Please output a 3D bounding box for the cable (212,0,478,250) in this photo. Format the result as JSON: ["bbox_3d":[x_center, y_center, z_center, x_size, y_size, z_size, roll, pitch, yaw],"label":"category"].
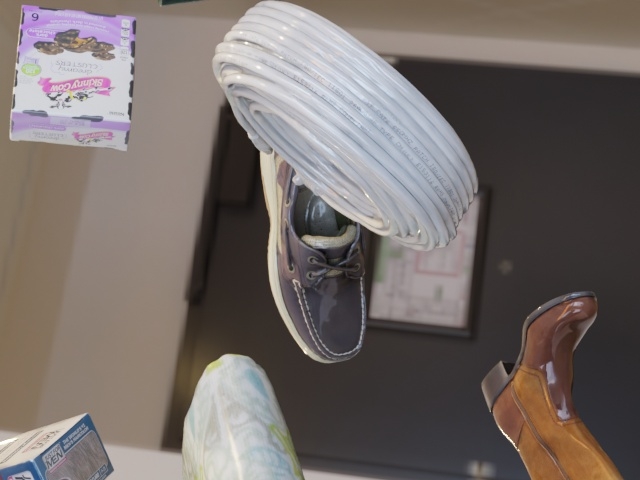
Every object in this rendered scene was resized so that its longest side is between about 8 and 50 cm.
[{"bbox_3d":[0.023,-0.093,1.193,0.089,0.257,0.257,-50,-29,-7],"label":"cable"}]

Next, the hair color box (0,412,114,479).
[{"bbox_3d":[-0.497,0.373,2.082,0.105,0.347,0.174,66,-157,-9],"label":"hair color box"}]

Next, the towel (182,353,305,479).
[{"bbox_3d":[-0.046,0.328,1.123,0.321,0.090,0.375,-115,21,-43],"label":"towel"}]

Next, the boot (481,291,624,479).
[{"bbox_3d":[0.350,0.244,1.971,0.264,0.096,0.280,-51,46,31],"label":"boot"}]

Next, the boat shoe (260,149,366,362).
[{"bbox_3d":[0.000,0.000,1.556,0.092,0.102,0.285,-172,73,-67],"label":"boat shoe"}]

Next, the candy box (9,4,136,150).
[{"bbox_3d":[-0.346,-0.229,1.994,0.070,0.164,0.196,110,161,-54],"label":"candy box"}]

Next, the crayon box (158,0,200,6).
[{"bbox_3d":[-0.134,-0.432,1.752,0.081,0.202,0.319,97,159,-51],"label":"crayon box"}]
